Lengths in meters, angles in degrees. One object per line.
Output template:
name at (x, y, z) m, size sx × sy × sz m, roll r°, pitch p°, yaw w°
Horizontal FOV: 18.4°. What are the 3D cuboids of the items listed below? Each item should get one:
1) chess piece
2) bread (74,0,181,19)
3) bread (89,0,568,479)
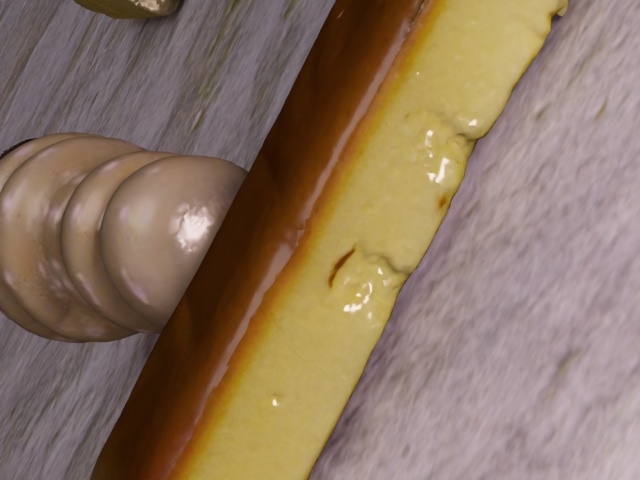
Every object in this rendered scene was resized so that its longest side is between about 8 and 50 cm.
chess piece at (-0.110, 0.002, 1.174) m, size 0.261 × 0.142 × 0.143 m, roll 5°, pitch 70°, yaw 65°
bread at (-0.202, -0.349, 1.697) m, size 0.263 × 0.236 × 0.198 m, roll -67°, pitch 19°, yaw -7°
bread at (-0.001, 0.000, 0.960) m, size 0.361 × 0.077 × 0.138 m, roll -62°, pitch 18°, yaw 7°
